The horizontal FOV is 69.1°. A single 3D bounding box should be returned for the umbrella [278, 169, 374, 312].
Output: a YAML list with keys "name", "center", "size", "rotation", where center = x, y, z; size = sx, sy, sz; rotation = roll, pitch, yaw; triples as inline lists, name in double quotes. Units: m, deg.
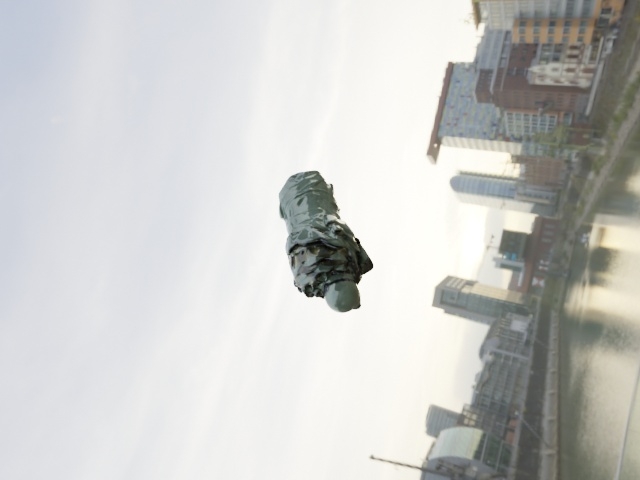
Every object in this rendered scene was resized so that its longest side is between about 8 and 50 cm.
- name: "umbrella"
  center: [0.000, 0.000, 0.382]
  size: [0.067, 0.143, 0.062]
  rotation: [2, -47, -25]
